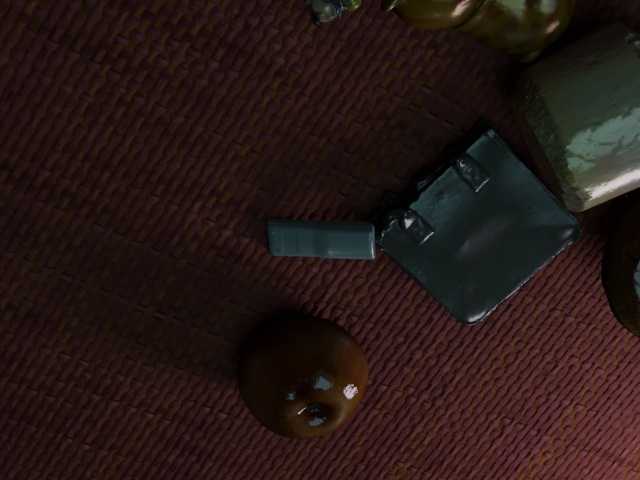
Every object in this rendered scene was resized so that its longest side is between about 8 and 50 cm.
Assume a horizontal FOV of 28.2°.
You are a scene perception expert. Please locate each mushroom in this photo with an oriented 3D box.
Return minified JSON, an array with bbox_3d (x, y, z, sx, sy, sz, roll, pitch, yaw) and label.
[{"bbox_3d":[0.613,0.025,1.998,0.345,0.239,0.345,4,130,5],"label":"mushroom"}]

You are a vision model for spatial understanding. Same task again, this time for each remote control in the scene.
[{"bbox_3d":[0.000,0.000,1.876,0.162,0.029,0.061,1,121,9],"label":"remote control"}]

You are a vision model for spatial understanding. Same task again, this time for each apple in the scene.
[{"bbox_3d":[-0.024,0.214,1.951,0.201,0.162,0.201,-8,122,-13],"label":"apple"}]

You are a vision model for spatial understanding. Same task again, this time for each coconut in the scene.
[{"bbox_3d":[0.409,-0.181,1.790,0.244,0.239,0.239,-29,124,4],"label":"coconut"}]

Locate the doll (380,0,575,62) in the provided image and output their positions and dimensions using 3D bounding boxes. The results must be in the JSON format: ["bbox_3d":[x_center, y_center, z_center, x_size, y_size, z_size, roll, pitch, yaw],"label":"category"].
[{"bbox_3d":[0.209,-0.338,1.685,0.269,0.166,0.162,17,113,-21],"label":"doll"}]

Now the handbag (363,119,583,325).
[{"bbox_3d":[0.231,-0.023,1.928,0.247,0.079,0.260,-42,119,9],"label":"handbag"}]

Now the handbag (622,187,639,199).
[{"bbox_3d":[0.492,-0.121,1.955,0.072,0.047,0.111,42,107,-6],"label":"handbag"}]

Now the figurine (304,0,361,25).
[{"bbox_3d":[0.024,-0.316,1.709,0.083,0.050,0.047,-30,129,4],"label":"figurine"}]
